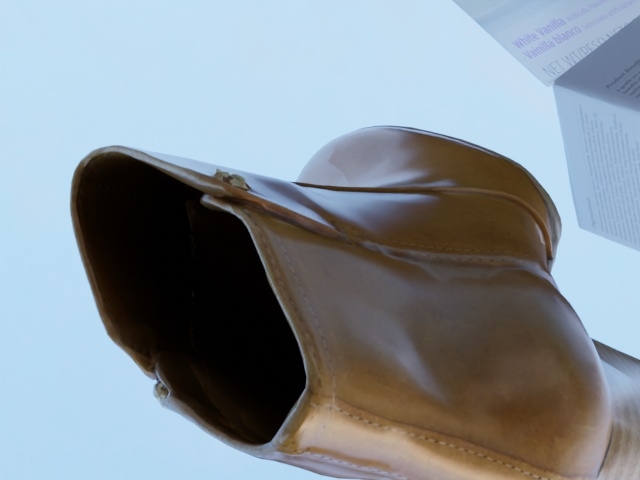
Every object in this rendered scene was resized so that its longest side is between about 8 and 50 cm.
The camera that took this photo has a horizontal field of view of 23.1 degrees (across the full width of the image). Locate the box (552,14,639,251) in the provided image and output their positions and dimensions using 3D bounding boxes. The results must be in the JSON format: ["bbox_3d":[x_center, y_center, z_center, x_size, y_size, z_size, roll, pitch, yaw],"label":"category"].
[{"bbox_3d":[0.190,-0.057,0.816,0.101,0.102,0.087,-38,-139,-26],"label":"box"}]

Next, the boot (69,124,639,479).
[{"bbox_3d":[0.000,0.001,0.569,0.211,0.104,0.295,21,-166,-35],"label":"boot"}]

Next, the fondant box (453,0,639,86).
[{"bbox_3d":[0.120,-0.255,0.861,0.330,0.238,0.096,37,-138,-31],"label":"fondant box"}]
